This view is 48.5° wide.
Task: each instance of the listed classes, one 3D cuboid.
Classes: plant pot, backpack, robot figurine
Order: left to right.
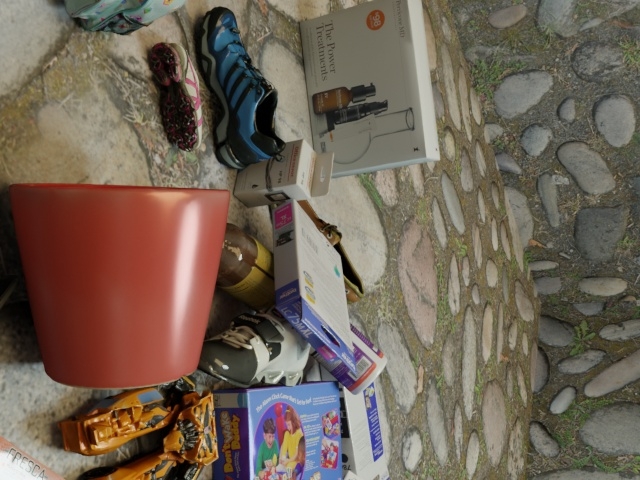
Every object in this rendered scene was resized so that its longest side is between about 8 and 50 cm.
[{"bbox_3d":[-0.283,-0.395,1.023,0.144,0.188,0.166,-14,97,-62],"label":"backpack"},{"bbox_3d":[-0.254,0.049,0.924,0.275,0.275,0.243,-7,99,-62],"label":"plant pot"},{"bbox_3d":[-0.247,0.301,1.040,0.291,0.085,0.211,-5,89,-62],"label":"robot figurine"}]

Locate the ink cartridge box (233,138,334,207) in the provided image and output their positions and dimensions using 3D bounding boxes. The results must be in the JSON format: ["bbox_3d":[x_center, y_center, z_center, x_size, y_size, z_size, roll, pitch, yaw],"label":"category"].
[{"bbox_3d":[-0.070,-0.131,1.370,0.060,0.180,0.104,43,47,-50],"label":"ink cartridge box"}]

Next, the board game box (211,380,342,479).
[{"bbox_3d":[-0.071,0.393,1.358,0.347,0.078,0.233,16,70,-60],"label":"board game box"}]

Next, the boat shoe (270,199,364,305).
[{"bbox_3d":[0.000,0.000,1.518,0.307,0.104,0.111,62,33,-14],"label":"boat shoe"}]

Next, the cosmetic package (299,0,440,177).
[{"bbox_3d":[0.111,-0.351,1.655,0.097,0.284,0.377,-5,88,-62],"label":"cosmetic package"}]

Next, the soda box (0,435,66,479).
[{"bbox_3d":[-0.370,0.286,0.842,0.183,0.058,0.063,56,38,-39],"label":"soda box"}]

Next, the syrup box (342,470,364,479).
[{"bbox_3d":[0.040,0.604,1.464,0.096,0.093,0.237,-61,175,38],"label":"syrup box"}]

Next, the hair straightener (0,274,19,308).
[{"bbox_3d":[-0.407,0.134,0.816,0.089,0.047,0.230,52,41,-44],"label":"hair straightener"}]

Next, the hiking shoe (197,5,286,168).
[{"bbox_3d":[-0.137,-0.290,1.333,0.113,0.132,0.304,-23,104,-61],"label":"hiking shoe"}]

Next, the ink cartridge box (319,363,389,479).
[{"bbox_3d":[0.082,0.425,1.656,0.165,0.065,0.333,-10,91,-62],"label":"ink cartridge box"}]

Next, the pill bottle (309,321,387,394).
[{"bbox_3d":[0.037,0.222,1.498,0.193,0.108,0.108,43,34,1],"label":"pill bottle"}]

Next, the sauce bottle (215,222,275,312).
[{"bbox_3d":[-0.149,0.037,1.259,0.344,0.111,0.111,45,45,-50],"label":"sauce bottle"}]

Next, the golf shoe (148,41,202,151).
[{"bbox_3d":[-0.230,-0.246,1.218,0.086,0.067,0.186,-25,105,-63],"label":"golf shoe"}]

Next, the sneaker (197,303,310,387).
[{"bbox_3d":[-0.115,0.170,1.236,0.330,0.122,0.146,18,96,-64],"label":"sneaker"}]

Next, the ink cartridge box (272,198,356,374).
[{"bbox_3d":[-0.015,0.087,1.295,0.186,0.065,0.311,50,19,-37],"label":"ink cartridge box"}]
